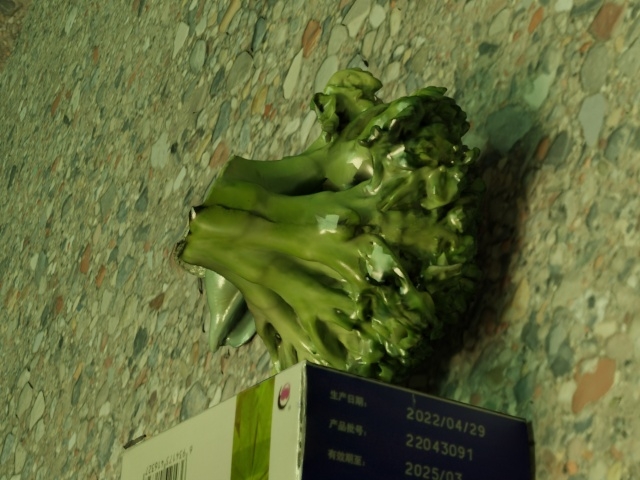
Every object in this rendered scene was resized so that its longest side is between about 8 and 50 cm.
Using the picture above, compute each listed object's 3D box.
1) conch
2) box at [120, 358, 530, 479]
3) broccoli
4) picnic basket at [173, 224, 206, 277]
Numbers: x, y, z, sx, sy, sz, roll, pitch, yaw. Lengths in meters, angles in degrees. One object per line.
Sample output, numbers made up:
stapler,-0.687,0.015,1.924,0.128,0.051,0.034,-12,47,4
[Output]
conch,-0.079,0.037,1.413,0.065,0.088,0.180,10,-88,-74
box,-0.009,0.199,1.015,0.299,0.200,0.106,-31,48,51
broccoli,0.000,0.000,1.078,0.248,0.245,0.288,-9,60,70
picnic basket,-0.137,0.010,1.525,0.083,0.065,0.083,-52,16,25
